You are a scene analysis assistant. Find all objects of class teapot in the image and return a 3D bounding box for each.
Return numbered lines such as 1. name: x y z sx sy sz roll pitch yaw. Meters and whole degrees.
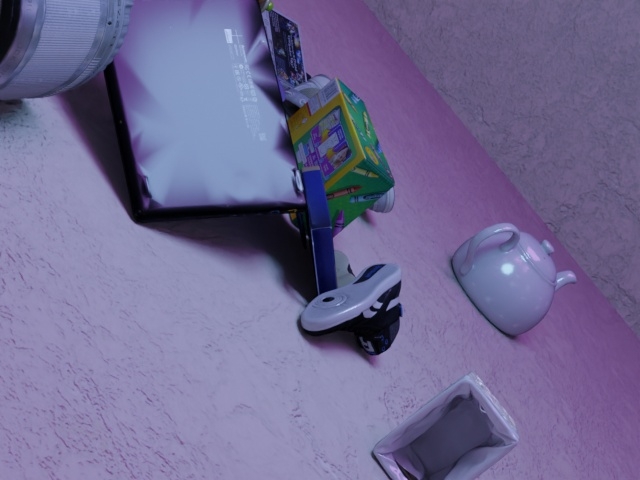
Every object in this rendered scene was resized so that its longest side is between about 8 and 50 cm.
1. teapot: 0.415 0.063 2.465 0.252 0.187 0.256 48 19 -2

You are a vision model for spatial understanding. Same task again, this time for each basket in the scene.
1. basket: 0.172 0.263 1.536 0.113 0.167 0.103 52 13 7

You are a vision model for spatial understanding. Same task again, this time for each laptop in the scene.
1. laptop: -0.166 -0.185 1.667 0.408 0.236 0.381 -5 75 -36

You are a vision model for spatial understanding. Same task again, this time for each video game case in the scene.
1. video game case: -0.098 -0.395 2.336 0.173 0.022 0.190 22 50 -43

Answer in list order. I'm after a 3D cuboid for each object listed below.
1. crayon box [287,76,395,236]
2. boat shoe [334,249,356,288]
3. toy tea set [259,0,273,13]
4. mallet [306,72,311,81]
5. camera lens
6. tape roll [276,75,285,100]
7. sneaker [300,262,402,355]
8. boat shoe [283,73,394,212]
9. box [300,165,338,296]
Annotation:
1. crayon box: 0.015 -0.140 1.970 0.081 0.165 0.278 38 22 -32
2. boat shoe: 0.031 0.060 1.813 0.133 0.049 0.042 -119 -166 -55
3. toy tea set: -0.169 -0.512 2.233 0.124 0.200 0.336 24 30 -37
4. mallet: -0.019 -0.282 2.391 0.062 0.039 0.189 12 45 -54
5. camera lens: -0.355 -0.263 1.263 0.219 0.219 0.274 51 18 3
6. tape roll: -0.153 -0.288 2.012 0.189 0.080 0.189 43 19 -18
7. sneaker: 0.057 0.125 1.685 0.217 0.079 0.121 -29 119 -47
8. boat shoe: 0.036 -0.177 2.219 0.320 0.103 0.118 59 -19 18
9. box: 0.000 0.000 1.750 0.225 0.037 0.136 -98 -179 -57
